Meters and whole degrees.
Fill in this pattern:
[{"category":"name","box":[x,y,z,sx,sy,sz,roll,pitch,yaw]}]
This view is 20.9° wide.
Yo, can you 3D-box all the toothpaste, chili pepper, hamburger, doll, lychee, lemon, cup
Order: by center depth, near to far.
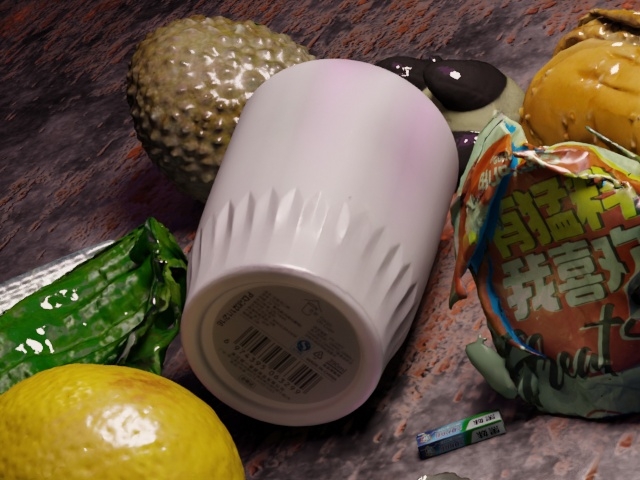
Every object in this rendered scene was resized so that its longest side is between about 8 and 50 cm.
[{"category":"lemon","box":[-0.196,0.228,1.547,0.267,0.267,0.267,-18,28,10]},{"category":"hamburger","box":[0.246,0.022,1.590,0.261,0.276,0.150,9,24,32]},{"category":"toothpaste","box":[0.131,0.181,1.628,0.083,0.017,0.020,-19,27,8]},{"category":"hamburger","box":[0.318,-0.079,1.661,0.158,0.318,0.319,-35,29,-27]},{"category":"chili pepper","box":[-0.254,0.154,1.765,0.385,0.167,0.213,-45,48,-9]},{"category":"cup","box":[0.000,0.000,1.806,0.253,0.253,0.371,-12,32,20]},{"category":"doll","box":[0.148,-0.155,2.102,0.135,0.143,0.234,-13,15,-40]},{"category":"lychee","box":[-0.115,-0.171,2.183,0.274,0.255,0.255,-17,26,33]}]

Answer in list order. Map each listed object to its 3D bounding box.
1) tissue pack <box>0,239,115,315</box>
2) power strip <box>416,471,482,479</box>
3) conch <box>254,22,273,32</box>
[{"category":"tissue pack","box":[-0.340,0.103,1.926,0.257,0.081,0.185,-25,-15,-22]},{"category":"power strip","box":[0.095,0.263,1.458,0.198,0.064,0.213,7,41,47]},{"category":"conch","box":[-0.104,-0.246,2.519,0.106,0.079,0.170,-5,47,42]}]
